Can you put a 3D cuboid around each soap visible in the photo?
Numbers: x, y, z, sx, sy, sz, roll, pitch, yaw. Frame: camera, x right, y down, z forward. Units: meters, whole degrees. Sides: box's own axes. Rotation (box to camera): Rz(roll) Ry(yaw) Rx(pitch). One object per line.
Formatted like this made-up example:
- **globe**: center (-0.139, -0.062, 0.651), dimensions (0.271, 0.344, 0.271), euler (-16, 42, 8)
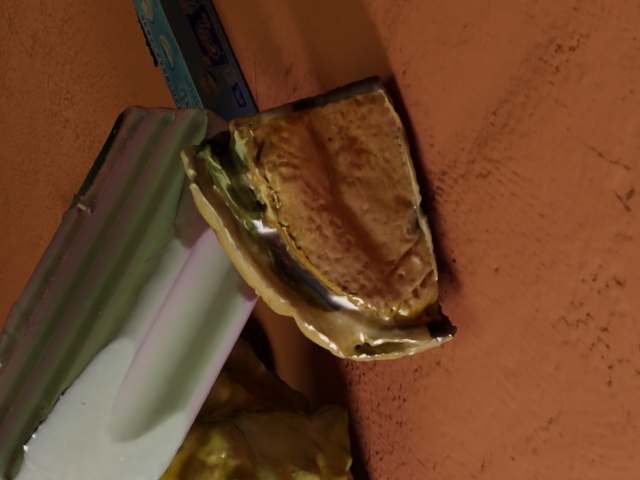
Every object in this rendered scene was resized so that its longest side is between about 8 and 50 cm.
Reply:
- **soap**: center (-0.148, 0.055, 1.248), dimensions (0.109, 0.323, 0.193), euler (36, 165, -30)

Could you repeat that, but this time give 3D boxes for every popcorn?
- **popcorn**: center (-0.085, 0.254, 1.384), dimensions (0.279, 0.274, 0.335), euler (-83, -27, -77)

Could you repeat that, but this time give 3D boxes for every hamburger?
- **hamburger**: center (0.000, 0.000, 1.173), dimensions (0.207, 0.155, 0.135), euler (67, 161, -2)

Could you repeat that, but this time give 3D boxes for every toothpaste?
- **toothpaste**: center (-0.091, -0.118, 1.419), dimensions (0.272, 0.053, 0.066), euler (67, 153, 13)

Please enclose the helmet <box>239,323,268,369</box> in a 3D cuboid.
- **helmet**: center (-0.080, 0.120, 1.571), dimensions (0.089, 0.057, 0.111), euler (-72, -29, -63)
